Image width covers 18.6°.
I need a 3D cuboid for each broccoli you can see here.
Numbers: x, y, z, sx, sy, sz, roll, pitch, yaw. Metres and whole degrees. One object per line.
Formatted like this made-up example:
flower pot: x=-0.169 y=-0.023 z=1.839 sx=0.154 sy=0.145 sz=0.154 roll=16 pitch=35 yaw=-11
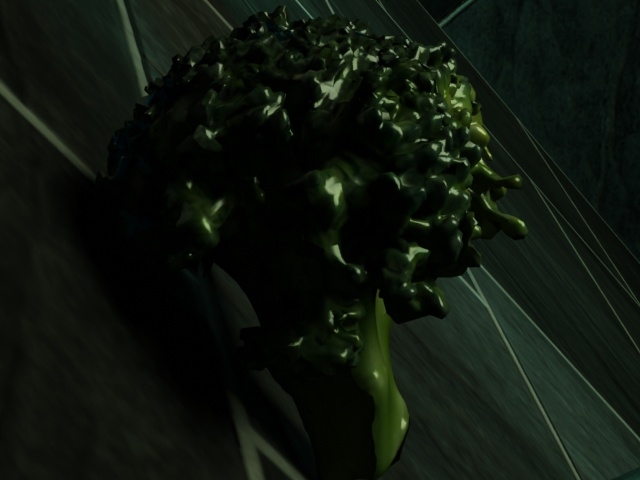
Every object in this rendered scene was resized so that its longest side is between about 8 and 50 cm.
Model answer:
broccoli: x=0.000 y=0.000 z=0.663 sx=0.154 sy=0.167 sz=0.160 roll=-31 pitch=112 yaw=-49

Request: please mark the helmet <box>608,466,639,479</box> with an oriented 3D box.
helmet: x=0.180 y=0.167 z=0.724 sx=0.279 sy=0.160 sz=0.230 roll=44 pitch=14 yaw=-44
